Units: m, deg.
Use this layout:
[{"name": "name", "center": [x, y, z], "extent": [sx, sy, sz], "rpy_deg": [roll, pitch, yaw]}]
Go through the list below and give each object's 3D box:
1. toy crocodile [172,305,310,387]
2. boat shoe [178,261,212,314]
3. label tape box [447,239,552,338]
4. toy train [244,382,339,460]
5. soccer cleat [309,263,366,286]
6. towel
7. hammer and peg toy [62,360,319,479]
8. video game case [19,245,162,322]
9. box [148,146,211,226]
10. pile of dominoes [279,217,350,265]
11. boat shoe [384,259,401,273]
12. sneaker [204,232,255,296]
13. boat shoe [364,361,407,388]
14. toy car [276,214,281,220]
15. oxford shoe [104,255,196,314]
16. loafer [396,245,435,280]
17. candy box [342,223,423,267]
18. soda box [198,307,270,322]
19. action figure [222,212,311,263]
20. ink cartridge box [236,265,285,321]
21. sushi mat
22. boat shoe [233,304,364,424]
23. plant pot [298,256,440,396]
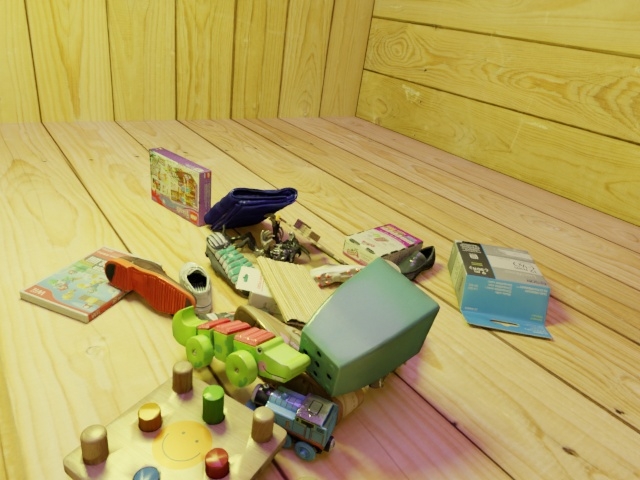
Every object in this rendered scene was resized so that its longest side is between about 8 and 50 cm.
[{"name": "toy crocodile", "center": [-0.168, 0.207, 0.925], "extent": [0.341, 0.105, 0.115], "rpy_deg": [6, 11, 40]}, {"name": "boat shoe", "center": [-0.327, 0.105, 1.239], "extent": [0.083, 0.075, 0.226], "rpy_deg": [-5, 30, -27]}, {"name": "label tape box", "center": [0.542, 0.133, 1.405], "extent": [0.249, 0.115, 0.347], "rpy_deg": [10, 25, 2]}, {"name": "toy train", "center": [-0.056, 0.324, 0.851], "extent": [0.184, 0.105, 0.080], "rpy_deg": [18, 28, 18]}, {"name": "soccer cleat", "center": [0.062, 0.097, 1.387], "extent": [0.197, 0.068, 0.076], "rpy_deg": [-2, 25, -15]}, {"name": "towel", "center": [-0.234, -0.096, 1.516], "extent": [0.228, 0.076, 0.308], "rpy_deg": [-3, -10, -30]}, {"name": "hammer and peg toy", "center": [-0.181, 0.357, 0.723], "extent": [0.362, 0.127, 0.266], "rpy_deg": [21, 29, 24]}, {"name": "video game case", "center": [-0.591, 0.103, 1.221], "extent": [0.204, 0.025, 0.285], "rpy_deg": [16, 28, 14]}, {"name": "box", "center": [-0.500, -0.194, 1.644], "extent": [0.293, 0.200, 0.057], "rpy_deg": [27, 33, 32]}, {"name": "pile of dominoes", "center": [0.000, 0.000, 1.468], "extent": [0.251, 0.040, 0.196], "rpy_deg": [34, 0, 42]}, {"name": "boat shoe", "center": [0.120, 0.166, 1.262], "extent": [0.112, 0.095, 0.335], "rpy_deg": [33, 38, 19]}, {"name": "sneaker", "center": [-0.254, 0.083, 1.320], "extent": [0.083, 0.098, 0.223], "rpy_deg": [-21, 63, -39]}, {"name": "boat shoe", "center": [0.164, 0.241, 1.080], "extent": [0.091, 0.109, 0.305], "rpy_deg": [10, 22, 14]}, {"name": "toy car", "center": [-0.212, -0.105, 1.721], "extent": [0.122, 0.060, 0.040], "rpy_deg": [18, 59, 32]}, {"name": "oxford shoe", "center": [-0.411, 0.100, 1.171], "extent": [0.272, 0.096, 0.098], "rpy_deg": [25, 25, 17]}, {"name": "loafer", "center": [0.302, 0.071, 1.494], "extent": [0.076, 0.078, 0.223], "rpy_deg": [28, 32, 34]}, {"name": "candy box", "center": [0.213, 0.023, 1.571], "extent": [0.234, 0.071, 0.159], "rpy_deg": [-15, 35, -40]}, {"name": "soda box", "center": [-0.203, 0.205, 1.103], "extent": [0.169, 0.053, 0.060], "rpy_deg": [-3, 29, -23]}, {"name": "action figure", "center": [-0.165, 0.003, 1.424], "extent": [0.276, 0.140, 0.164], "rpy_deg": [1, 25, -7]}, {"name": "ink cartridge box", "center": [-0.123, 0.143, 1.199], "extent": [0.198, 0.067, 0.115], "rpy_deg": [17, 25, -9]}, {"name": "sushi mat", "center": [-0.057, 0.126, 1.156], "extent": [0.152, 0.019, 0.316], "rpy_deg": [13, 18, -26]}, {"name": "boat shoe", "center": [-0.058, 0.253, 0.994], "extent": [0.341, 0.121, 0.110], "rpy_deg": [39, 34, 29]}, {"name": "plant pot", "center": [0.080, 0.181, 0.909], "extent": [0.234, 0.165, 0.165], "rpy_deg": [-27, 54, -34]}]
